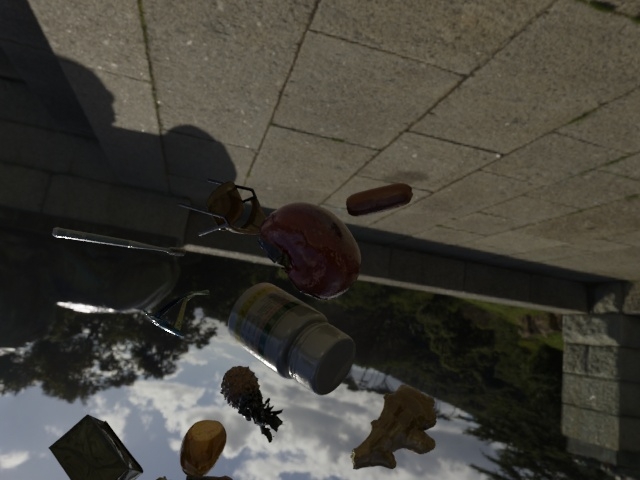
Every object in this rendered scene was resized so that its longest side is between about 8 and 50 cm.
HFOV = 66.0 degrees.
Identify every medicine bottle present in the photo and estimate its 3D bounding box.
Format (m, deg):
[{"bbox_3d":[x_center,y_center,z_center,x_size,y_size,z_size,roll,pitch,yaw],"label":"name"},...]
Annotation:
[{"bbox_3d":[-0.083,0.276,1.402,0.339,0.208,0.208,25,-178,37],"label":"medicine bottle"}]

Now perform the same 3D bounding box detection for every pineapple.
[{"bbox_3d":[-0.248,0.614,1.836,0.165,0.166,0.364,16,-171,-39],"label":"pineapple"}]

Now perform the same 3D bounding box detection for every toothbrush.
[{"bbox_3d":[-0.543,0.007,1.347,0.342,0.025,0.030,11,173,-17],"label":"toothbrush"}]

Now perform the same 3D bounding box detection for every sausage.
[{"bbox_3d":[0.173,-0.119,1.443,0.197,0.076,0.076,-12,166,9],"label":"sausage"}]

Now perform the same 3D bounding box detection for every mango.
[{"bbox_3d":[-0.341,0.614,1.438,0.141,0.102,0.217,-12,-170,-7],"label":"mango"}]

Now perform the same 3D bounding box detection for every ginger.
[{"bbox_3d":[0.289,0.726,1.833,0.236,0.375,0.166,34,171,6],"label":"ginger"}]

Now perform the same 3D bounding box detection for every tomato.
[{"bbox_3d":[-0.001,-0.006,1.485,0.289,0.335,0.176,-21,156,-49],"label":"tomato"}]

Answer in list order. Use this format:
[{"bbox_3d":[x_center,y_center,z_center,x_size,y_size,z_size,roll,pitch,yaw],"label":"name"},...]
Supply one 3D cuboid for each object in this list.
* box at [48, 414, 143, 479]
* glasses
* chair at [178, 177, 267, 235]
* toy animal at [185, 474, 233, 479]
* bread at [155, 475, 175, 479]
[{"bbox_3d":[-0.706,0.696,1.566,0.231,0.155,0.149,42,159,21],"label":"box"},{"bbox_3d":[-0.463,0.242,1.643,0.206,0.102,0.239,-27,-162,-24],"label":"glasses"},{"bbox_3d":[-0.312,-0.105,1.655,0.246,0.159,0.172,1,129,39],"label":"chair"},{"bbox_3d":[-0.232,0.593,1.172,0.229,0.066,0.224,3,146,20],"label":"toy animal"},{"bbox_3d":[-0.462,0.980,1.593,0.264,0.239,0.395,41,168,51],"label":"bread"}]
